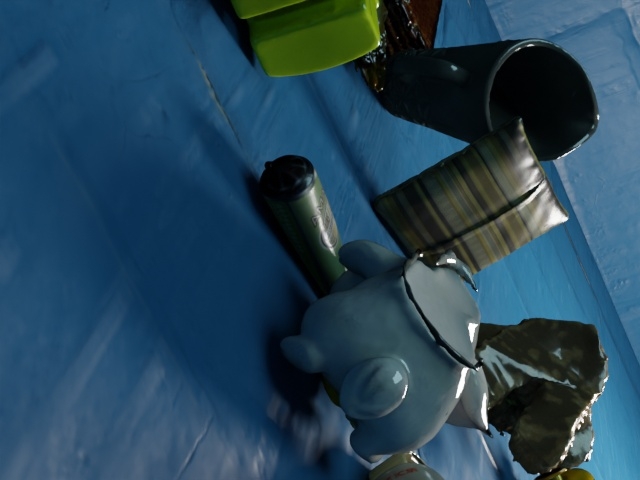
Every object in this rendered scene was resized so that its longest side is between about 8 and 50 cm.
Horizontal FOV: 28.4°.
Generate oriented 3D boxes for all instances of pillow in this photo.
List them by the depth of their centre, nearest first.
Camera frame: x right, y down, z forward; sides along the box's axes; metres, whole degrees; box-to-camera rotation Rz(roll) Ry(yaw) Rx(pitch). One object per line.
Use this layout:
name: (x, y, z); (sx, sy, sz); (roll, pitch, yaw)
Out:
pillow: (0.199, -0.038, 1.622); (0.208, 0.212, 0.052); (53, 8, -41)

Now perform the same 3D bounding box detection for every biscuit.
biscuit: (0.143, -0.387, 2.090); (0.107, 0.073, 0.388); (62, 18, -19)

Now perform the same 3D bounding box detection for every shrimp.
shrimp: (0.048, -0.330, 1.734); (0.145, 0.061, 0.267); (137, -61, -72)

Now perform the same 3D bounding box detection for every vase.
vase: (0.193, -0.204, 1.711); (0.251, 0.301, 0.156); (16, 91, -33)

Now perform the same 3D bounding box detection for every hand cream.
hand cream: (0.000, 0.000, 1.249); (0.235, 0.055, 0.086); (62, 20, -45)

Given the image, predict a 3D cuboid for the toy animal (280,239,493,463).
toy animal: (0.082, 0.102, 1.180); (0.325, 0.154, 0.208); (21, 40, -59)

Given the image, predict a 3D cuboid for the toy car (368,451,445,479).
toy car: (0.108, 0.280, 1.151); (0.235, 0.145, 0.235); (54, 3, -5)

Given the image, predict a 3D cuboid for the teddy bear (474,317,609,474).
teddy bear: (0.259, 0.206, 1.665); (0.246, 0.222, 0.296); (42, 47, 13)

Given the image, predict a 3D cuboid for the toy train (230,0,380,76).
toy train: (-0.037, -0.374, 1.375); (0.272, 0.179, 0.442); (63, 16, -44)

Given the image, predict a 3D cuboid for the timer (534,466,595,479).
timer: (0.338, 0.367, 1.755); (0.109, 0.107, 0.107); (66, 17, 2)
